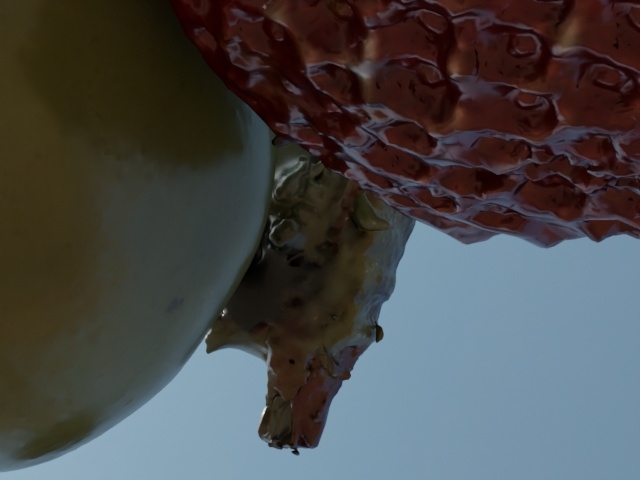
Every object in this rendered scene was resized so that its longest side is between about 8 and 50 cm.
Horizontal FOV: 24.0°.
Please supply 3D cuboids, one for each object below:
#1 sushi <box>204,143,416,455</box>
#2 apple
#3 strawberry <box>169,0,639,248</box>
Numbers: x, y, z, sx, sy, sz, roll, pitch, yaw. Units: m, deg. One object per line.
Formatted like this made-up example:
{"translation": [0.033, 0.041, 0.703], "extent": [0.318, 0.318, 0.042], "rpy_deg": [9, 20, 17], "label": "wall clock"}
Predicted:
{"translation": [-0.004, -0.001, 0.773], "extent": [0.103, 0.097, 0.226], "rpy_deg": [10, -87, -3], "label": "sushi"}
{"translation": [-0.147, -0.042, 0.633], "extent": [0.262, 0.262, 0.262], "rpy_deg": [1, -88, 20], "label": "apple"}
{"translation": [0.100, -0.135, 0.522], "extent": [0.310, 0.292, 0.292], "rpy_deg": [-11, -92, 45], "label": "strawberry"}
